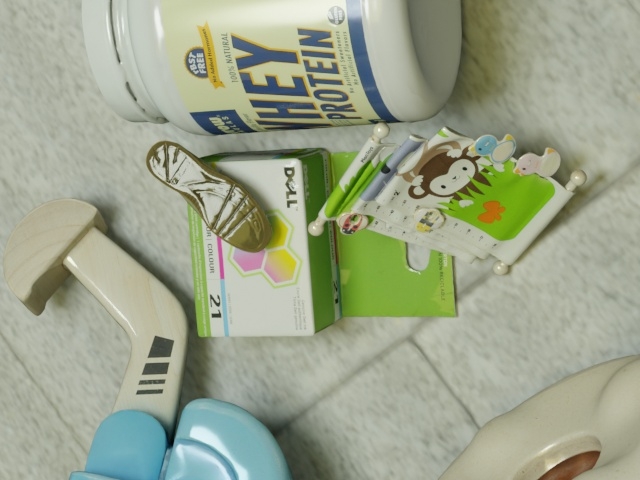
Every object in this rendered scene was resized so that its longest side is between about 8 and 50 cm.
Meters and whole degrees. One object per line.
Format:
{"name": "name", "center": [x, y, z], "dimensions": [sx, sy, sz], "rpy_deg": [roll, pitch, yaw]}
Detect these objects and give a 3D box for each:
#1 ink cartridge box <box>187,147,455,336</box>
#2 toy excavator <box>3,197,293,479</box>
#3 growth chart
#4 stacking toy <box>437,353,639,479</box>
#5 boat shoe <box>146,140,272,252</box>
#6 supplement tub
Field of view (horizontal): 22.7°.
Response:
{"name": "ink cartridge box", "center": [0.000, 0.000, 1.656], "dimensions": [0.255, 0.097, 0.189], "rpy_deg": [-2, 98, 21]}
{"name": "toy excavator", "center": [-0.165, 0.209, 1.696], "dimensions": [0.433, 0.222, 0.445], "rpy_deg": [13, 74, 6]}
{"name": "growth chart", "center": [0.127, -0.044, 1.567], "dimensions": [0.237, 0.021, 0.172], "rpy_deg": [14, 129, -18]}
{"name": "stacking toy", "center": [0.337, 0.379, 1.520], "dimensions": [0.350, 0.350, 0.480], "rpy_deg": [-34, 102, 22]}
{"name": "boat shoe", "center": [-0.109, -0.046, 1.619], "dimensions": [0.153, 0.048, 0.056], "rpy_deg": [36, 97, 6]}
{"name": "supplement tub", "center": [-0.044, -0.224, 1.563], "dimensions": [0.324, 0.235, 0.235], "rpy_deg": [-3, 98, 21]}
